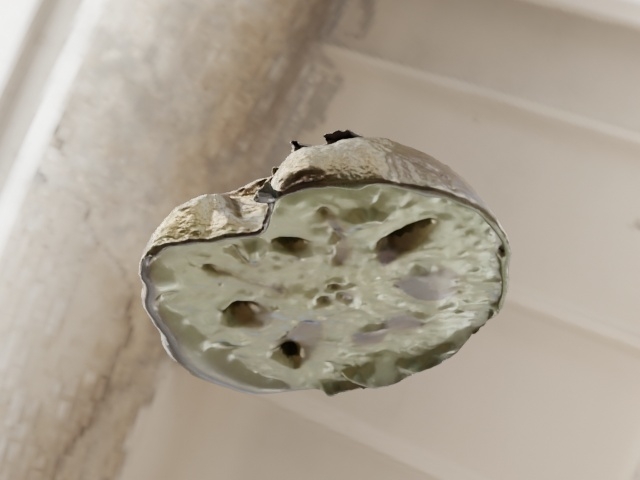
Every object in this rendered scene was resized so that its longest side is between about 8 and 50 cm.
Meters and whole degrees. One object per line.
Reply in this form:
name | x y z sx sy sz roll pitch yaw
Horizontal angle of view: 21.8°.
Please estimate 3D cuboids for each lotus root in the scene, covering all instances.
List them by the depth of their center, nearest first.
lotus root | 0.000 0.002 0.847 0.183 0.204 0.078 -5 -122 -3
